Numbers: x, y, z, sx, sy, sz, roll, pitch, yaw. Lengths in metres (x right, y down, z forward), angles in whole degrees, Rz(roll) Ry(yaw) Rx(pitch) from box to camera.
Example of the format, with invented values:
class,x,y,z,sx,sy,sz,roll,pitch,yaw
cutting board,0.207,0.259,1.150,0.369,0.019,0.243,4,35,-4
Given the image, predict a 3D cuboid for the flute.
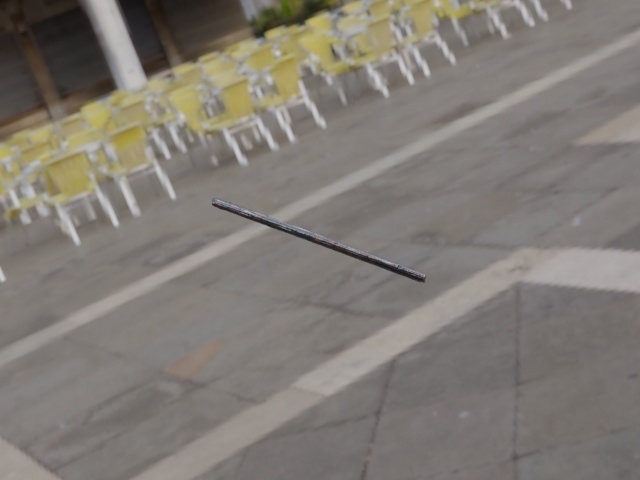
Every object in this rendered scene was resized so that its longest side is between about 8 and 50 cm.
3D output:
class,x,y,z,sx,sy,sz,roll,pitch,yaw
flute,0.000,0.000,1.325,0.269,0.014,0.014,20,12,-6
